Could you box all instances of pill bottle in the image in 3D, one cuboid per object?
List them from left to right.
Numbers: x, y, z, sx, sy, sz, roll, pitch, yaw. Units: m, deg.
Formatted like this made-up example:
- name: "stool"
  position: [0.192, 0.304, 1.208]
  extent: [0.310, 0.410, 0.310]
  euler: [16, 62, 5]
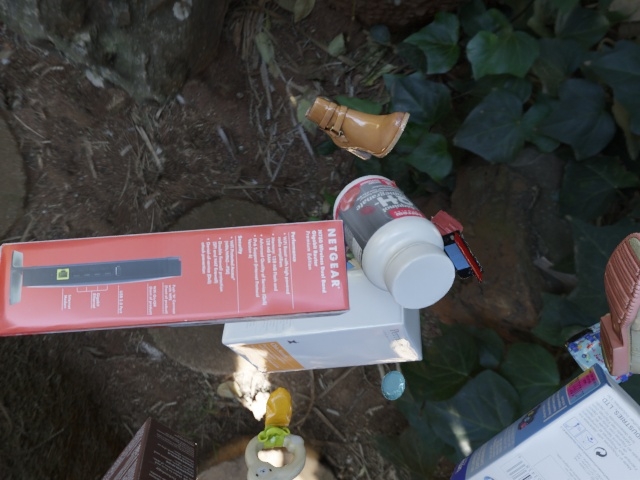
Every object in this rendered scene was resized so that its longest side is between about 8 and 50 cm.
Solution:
- name: "pill bottle"
  position: [0.153, -0.001, 1.008]
  extent: [0.176, 0.318, 0.176]
  euler: [-9, 123, -13]

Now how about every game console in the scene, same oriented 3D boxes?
- name: "game console"
  position: [0.387, 0.053, 1.310]
  extent: [0.085, 0.124, 0.144]
  euler: [-34, 94, -35]

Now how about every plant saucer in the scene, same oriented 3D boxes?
- name: "plant saucer"
  position: [0.301, 0.606, 1.963]
  extent: [0.119, 0.021, 0.119]
  euler: [1, 88, -27]

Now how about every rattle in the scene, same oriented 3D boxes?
- name: "rattle"
  position: [-0.089, 0.411, 0.905]
  extent: [0.130, 0.199, 0.143]
  euler: [28, 109, 7]

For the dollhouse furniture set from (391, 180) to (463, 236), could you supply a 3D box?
- name: "dollhouse furniture set"
  position: [0.316, -0.067, 1.760]
  extent: [0.374, 0.201, 0.152]
  euler: [38, 58, 8]

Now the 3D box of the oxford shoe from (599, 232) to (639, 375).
- name: "oxford shoe"
  position: [0.691, 0.138, 0.984]
  extent: [0.146, 0.140, 0.397]
  euler: [-5, 132, 18]

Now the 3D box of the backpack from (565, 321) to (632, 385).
- name: "backpack"
  position: [0.768, 0.293, 1.233]
  extent: [0.173, 0.117, 0.158]
  euler: [-37, 72, 17]

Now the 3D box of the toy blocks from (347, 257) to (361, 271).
- name: "toy blocks"
  position: [0.184, 0.174, 1.976]
  extent: [0.381, 0.261, 0.191]
  euler: [-25, 127, -24]

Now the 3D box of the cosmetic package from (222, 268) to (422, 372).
- name: "cosmetic package"
  position: [0.010, 0.212, 1.192]
  extent: [0.453, 0.162, 0.230]
  euler: [-11, 142, 19]

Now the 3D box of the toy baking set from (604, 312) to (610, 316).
- name: "toy baking set"
  position: [0.887, 0.191, 1.291]
  extent: [0.256, 0.196, 0.030]
  euler: [24, 45, -46]

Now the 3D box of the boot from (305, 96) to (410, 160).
- name: "boot"
  position: [0.087, -0.315, 1.212]
  extent: [0.220, 0.283, 0.109]
  euler: [32, 83, -16]

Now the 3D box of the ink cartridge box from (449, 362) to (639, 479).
- name: "ink cartridge box"
  position: [0.400, 0.437, 0.769]
  extent: [0.395, 0.151, 0.270]
  euler: [-45, 70, 17]

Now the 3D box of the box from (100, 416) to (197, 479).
- name: "box"
  position: [-0.333, 0.513, 0.858]
  extent: [0.143, 0.381, 0.191]
  euler: [38, 86, -13]

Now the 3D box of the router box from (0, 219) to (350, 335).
- name: "router box"
  position: [-0.123, 0.057, 0.555]
  extent: [0.301, 0.335, 0.082]
  euler: [-4, 80, 1]

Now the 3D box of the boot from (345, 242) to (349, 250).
- name: "boot"
  position: [0.000, 0.000, 1.627]
  extent: [0.206, 0.090, 0.248]
  euler: [11, 105, -31]
